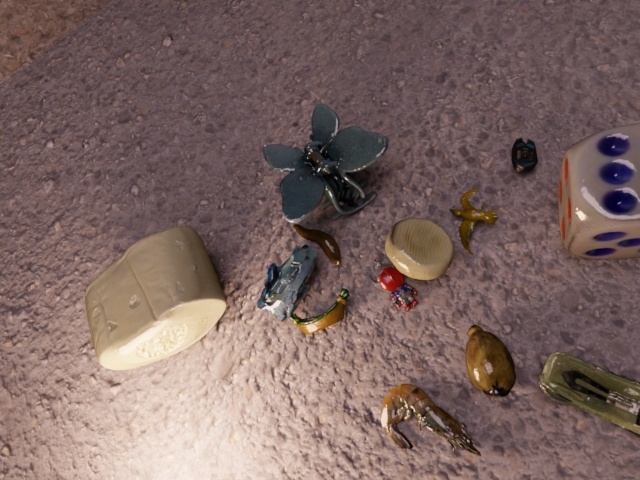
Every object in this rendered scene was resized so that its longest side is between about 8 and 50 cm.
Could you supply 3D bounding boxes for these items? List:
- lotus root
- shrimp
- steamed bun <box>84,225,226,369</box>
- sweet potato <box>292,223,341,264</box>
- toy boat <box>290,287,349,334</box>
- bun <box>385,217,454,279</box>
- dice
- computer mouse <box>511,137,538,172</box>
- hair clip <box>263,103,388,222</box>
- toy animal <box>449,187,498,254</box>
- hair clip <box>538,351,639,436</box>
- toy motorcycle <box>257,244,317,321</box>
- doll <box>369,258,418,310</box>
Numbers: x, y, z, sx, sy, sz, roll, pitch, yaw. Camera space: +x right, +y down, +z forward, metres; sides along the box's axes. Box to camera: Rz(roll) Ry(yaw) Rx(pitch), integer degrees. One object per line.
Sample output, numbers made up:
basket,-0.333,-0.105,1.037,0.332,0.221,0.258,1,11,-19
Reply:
lotus root,0.460,0.327,1.366,0.138,0.138,0.214,-21,58,12
shrimp,0.297,0.538,1.399,0.296,0.058,0.169,35,93,30
steamed bun,-0.550,0.201,1.687,0.455,0.290,0.371,-32,59,4
sweet potato,0.000,-0.003,1.687,0.249,0.059,0.069,39,100,31
toy boat,0.006,0.231,1.576,0.229,0.089,0.088,-28,87,21
bun,0.301,0.035,1.535,0.222,0.128,0.223,1,48,-1
dice,0.804,-0.118,1.300,0.303,0.304,0.277,-2,72,20
computer mouse,0.635,-0.263,1.554,0.079,0.047,0.135,10,64,10
hair clip,0.015,-0.236,1.659,0.392,0.238,0.318,-40,63,3
toy animal,0.467,-0.076,1.535,0.095,0.155,0.219,-9,111,-9
hair clip,0.725,0.397,1.275,0.321,0.091,0.139,23,72,13
toy motorcycle,-0.097,0.128,1.609,0.154,0.206,0.260,32,83,-11
doll,0.231,0.132,1.556,0.104,0.062,0.195,-43,70,14
